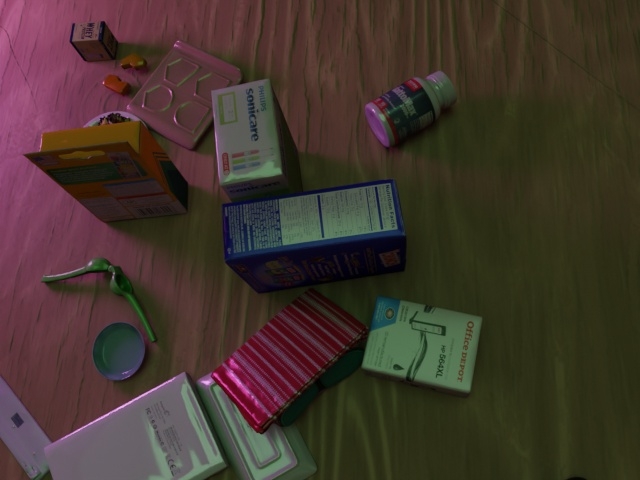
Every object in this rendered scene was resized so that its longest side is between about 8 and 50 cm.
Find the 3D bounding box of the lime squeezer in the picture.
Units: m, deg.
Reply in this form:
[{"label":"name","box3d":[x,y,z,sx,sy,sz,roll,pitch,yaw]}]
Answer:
[{"label":"lime squeezer","box3d":[-0.459,0.102,1.337,0.310,0.059,0.110,25,75,15]}]

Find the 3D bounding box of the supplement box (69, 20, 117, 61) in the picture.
[{"label":"supplement box","box3d":[-0.564,-0.495,1.560,0.083,0.083,0.056,-2,71,6]}]

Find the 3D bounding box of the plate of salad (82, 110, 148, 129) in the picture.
[{"label":"plate of salad","box3d":[-0.495,-0.218,1.462,0.200,0.048,0.199,-3,72,10]}]

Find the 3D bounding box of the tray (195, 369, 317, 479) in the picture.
[{"label":"tray","box3d":[-0.130,0.355,1.209,0.145,0.030,0.270,-29,68,-4]}]

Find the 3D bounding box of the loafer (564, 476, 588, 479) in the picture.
[{"label":"loafer","box3d":[0.392,0.493,1.054,0.080,0.078,0.220,42,80,20]}]

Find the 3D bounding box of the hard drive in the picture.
[{"label":"hard drive","box3d":[-0.355,0.418,1.207,0.308,0.040,0.203,-28,69,-4]}]

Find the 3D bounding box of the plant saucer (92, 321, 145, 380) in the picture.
[{"label":"plant saucer","box3d":[-0.413,0.228,1.294,0.119,0.021,0.119,-3,78,13]}]

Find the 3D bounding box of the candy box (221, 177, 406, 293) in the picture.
[{"label":"candy box","box3d":[0.000,0.000,1.195,0.317,0.268,0.122,-7,73,5]}]

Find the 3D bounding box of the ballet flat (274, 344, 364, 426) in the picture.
[{"label":"ballet flat","box3d":[-0.017,0.262,1.202,0.221,0.077,0.079,-39,41,-18]}]

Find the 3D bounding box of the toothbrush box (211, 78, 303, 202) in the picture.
[{"label":"toothbrush box","box3d":[-0.115,-0.152,1.261,0.122,0.283,0.206,-10,69,4]}]

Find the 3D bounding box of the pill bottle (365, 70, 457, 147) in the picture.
[{"label":"pill bottle","box3d":[0.198,-0.291,1.362,0.180,0.108,0.108,-31,68,-4]}]

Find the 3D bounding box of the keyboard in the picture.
[{"label":"keyboard","box3d":[-0.628,0.376,1.284,0.256,0.014,0.072,42,75,19]}]

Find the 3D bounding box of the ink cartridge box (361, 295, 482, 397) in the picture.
[{"label":"ink cartridge box","box3d":[0.194,0.201,1.189,0.203,0.086,0.148,10,71,12]}]

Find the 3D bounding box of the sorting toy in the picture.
[{"label":"sorting toy","box3d":[-0.362,-0.370,1.512,0.307,0.041,0.229,29,81,17]}]

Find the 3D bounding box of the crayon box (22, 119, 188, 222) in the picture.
[{"label":"crayon box","box3d":[-0.420,-0.144,1.279,0.203,0.323,0.083,-6,69,6]}]

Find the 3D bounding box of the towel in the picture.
[{"label":"towel","box3d":[-0.062,0.219,1.193,0.275,0.031,0.199,-40,40,-16]}]
